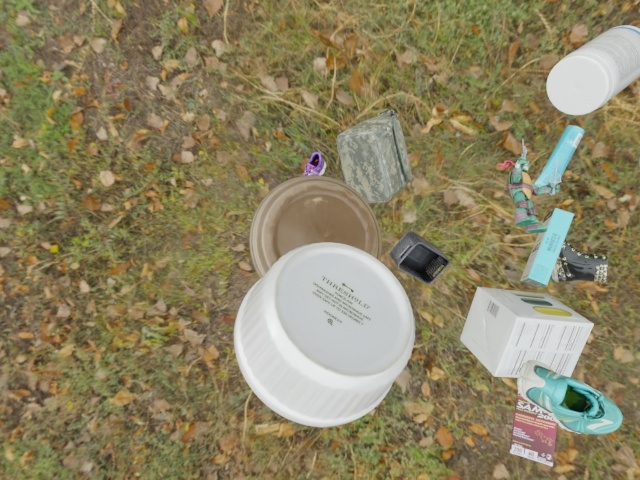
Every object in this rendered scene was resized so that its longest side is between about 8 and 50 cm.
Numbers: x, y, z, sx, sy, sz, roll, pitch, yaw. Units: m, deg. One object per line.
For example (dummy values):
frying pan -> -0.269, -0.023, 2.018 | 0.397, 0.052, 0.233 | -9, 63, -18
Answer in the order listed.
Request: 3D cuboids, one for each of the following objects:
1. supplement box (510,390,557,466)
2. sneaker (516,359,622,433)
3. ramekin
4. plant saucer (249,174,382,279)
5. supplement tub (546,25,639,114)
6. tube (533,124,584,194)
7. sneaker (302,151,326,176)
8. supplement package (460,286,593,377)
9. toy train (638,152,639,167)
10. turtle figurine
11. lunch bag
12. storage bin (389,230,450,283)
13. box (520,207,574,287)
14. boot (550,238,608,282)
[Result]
supplement box -> 0.717, 0.602, 1.388 | 0.130, 0.073, 0.239 | 6, 91, 29
sneaker -> 0.518, 0.333, 0.835 | 0.275, 0.110, 0.107 | 27, 80, -20
ramekin -> 0.015, 0.124, 0.624 | 0.273, 0.127, 0.272 | 12, 51, -15
plant saucer -> 0.000, 0.000, 0.823 | 0.278, 0.041, 0.277 | 3, 81, -17
supplement tub -> 0.327, -0.200, 0.487 | 0.107, 0.071, 0.071 | -33, 85, -23
tube -> 0.743, -0.251, 1.292 | 0.080, 0.052, 0.207 | 24, 97, -12
sneaker -> -0.035, -0.189, 1.232 | 0.068, 0.071, 0.169 | 10, 68, 15
supplement package -> 0.613, 0.278, 1.263 | 0.263, 0.199, 0.198 | 7, 108, -15
toy train -> 0.547, -0.168, 0.523 | 0.190, 0.142, 0.333 | -4, 130, 19
turtle figurine -> 0.566, -0.145, 1.134 | 0.175, 0.118, 0.234 | 12, 73, -25
lunch bag -> 0.230, -0.328, 1.615 | 0.213, 0.256, 0.305 | 2, 120, 42
storage bin -> 0.354, 0.062, 1.487 | 0.180, 0.084, 0.122 | 27, 111, -29
box -> 0.726, 0.026, 1.337 | 0.060, 0.100, 0.244 | 23, 84, 15
boot -> 0.934, 0.042, 1.506 | 0.179, 0.085, 0.236 | 2, 99, 35
